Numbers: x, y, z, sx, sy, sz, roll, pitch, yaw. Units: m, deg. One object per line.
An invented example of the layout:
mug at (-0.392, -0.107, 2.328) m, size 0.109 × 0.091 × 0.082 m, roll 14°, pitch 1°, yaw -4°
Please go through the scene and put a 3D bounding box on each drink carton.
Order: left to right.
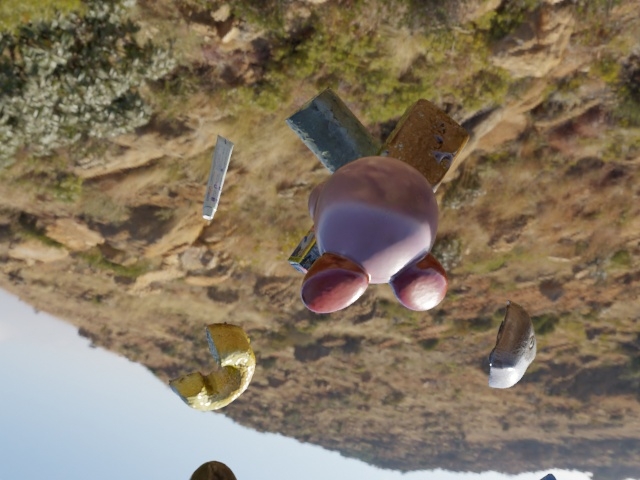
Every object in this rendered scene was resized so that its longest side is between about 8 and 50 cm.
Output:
drink carton at (0.000, 0.000, 1.419) m, size 0.056 × 0.166 × 0.071 m, roll 41°, pitch 166°, yaw -20°

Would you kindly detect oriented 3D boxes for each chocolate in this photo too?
chocolate at (0.413, 0.231, 1.301) m, size 0.083 × 0.161 × 0.261 m, roll 14°, pitch 163°, yaw 21°

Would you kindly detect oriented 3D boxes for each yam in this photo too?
yam at (0.052, -0.281, 1.727) m, size 0.304 × 0.168 × 0.168 m, roll 46°, pitch 154°, yaw -22°

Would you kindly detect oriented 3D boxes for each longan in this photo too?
longan at (-0.307, 0.725, 1.750) m, size 0.189 × 0.189 × 0.189 m, roll 14°, pitch 167°, yaw 3°

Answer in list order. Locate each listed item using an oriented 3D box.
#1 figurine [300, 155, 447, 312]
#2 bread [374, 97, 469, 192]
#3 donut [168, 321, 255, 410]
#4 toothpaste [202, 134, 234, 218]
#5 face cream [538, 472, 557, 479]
figurine at (0.103, -0.027, 1.071) m, size 0.269 × 0.262 × 0.211 m, roll 2°, pitch 152°, yaw -14°
bread at (0.272, -0.244, 1.647) m, size 0.184 × 0.234 × 0.110 m, roll 37°, pitch 160°, yaw -9°
donut at (-0.191, 0.250, 1.174) m, size 0.146 × 0.181 × 0.078 m, roll 30°, pitch -174°, yaw -46°
toothpaste at (-0.254, -0.156, 1.510) m, size 0.052 × 0.218 × 0.033 m, roll 25°, pitch 155°, yaw -36°
face cream at (0.319, 0.445, 0.662) m, size 0.385 × 0.135 × 0.086 m, roll 52°, pitch -171°, yaw 6°
